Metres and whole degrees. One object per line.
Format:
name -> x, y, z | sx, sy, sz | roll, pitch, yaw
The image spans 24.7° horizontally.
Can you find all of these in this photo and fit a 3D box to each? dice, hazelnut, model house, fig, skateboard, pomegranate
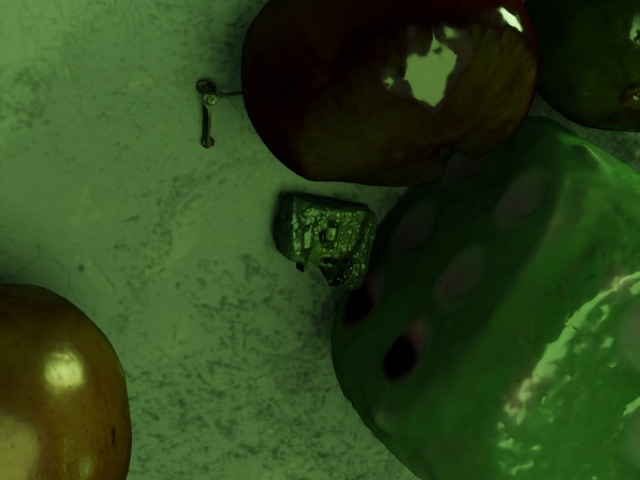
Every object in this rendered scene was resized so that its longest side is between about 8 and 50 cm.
dice -> 0.223, 0.095, 1.336 | 0.330, 0.318, 0.322 | 35, 96, -27
hazelnut -> 0.055, -0.153, 1.225 | 0.251, 0.217, 0.217 | -18, 119, -11
model house -> 0.000, 0.000, 1.349 | 0.083, 0.066, 0.079 | 8, 107, -27
fig -> 0.292, -0.220, 1.340 | 0.195, 0.195, 0.245 | 41, 57, -33
skateboard -> -0.066, -0.115, 1.290 | 0.083, 0.032, 0.064 | -11, 127, -19
pomegranate -> -0.284, 0.146, 1.182 | 0.264, 0.264, 0.264 | -10, 116, -21
